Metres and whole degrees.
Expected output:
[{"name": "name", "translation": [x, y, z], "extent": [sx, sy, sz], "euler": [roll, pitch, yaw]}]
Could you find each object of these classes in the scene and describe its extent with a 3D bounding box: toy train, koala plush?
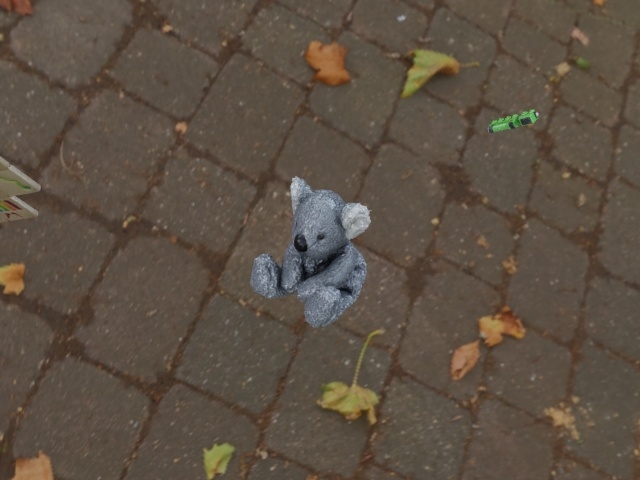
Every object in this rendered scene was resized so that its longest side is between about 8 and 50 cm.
[{"name": "toy train", "translation": [0.273, -0.168, 1.184], "extent": [0.024, 0.083, 0.017], "euler": [-45, 111, -35]}, {"name": "koala plush", "translation": [0.000, 0.000, 1.509], "extent": [0.196, 0.221, 0.203], "euler": [25, 39, 31]}]

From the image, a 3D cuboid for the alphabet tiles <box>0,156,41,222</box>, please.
[{"name": "alphabet tiles", "translation": [-0.543, -0.106, 1.063], "extent": [0.342, 0.285, 0.011], "euler": [46, 45, -51]}]
